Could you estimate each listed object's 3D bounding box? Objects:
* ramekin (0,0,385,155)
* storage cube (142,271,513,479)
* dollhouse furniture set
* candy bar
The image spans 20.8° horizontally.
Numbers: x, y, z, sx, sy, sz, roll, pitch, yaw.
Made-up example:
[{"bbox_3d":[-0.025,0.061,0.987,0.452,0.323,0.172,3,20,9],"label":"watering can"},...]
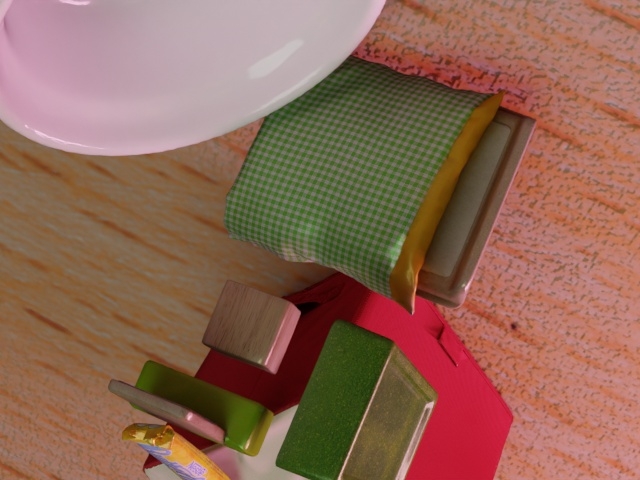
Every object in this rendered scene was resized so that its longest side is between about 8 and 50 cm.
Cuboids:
[{"bbox_3d":[-0.103,-0.188,1.128,0.277,0.135,0.277,-18,152,-10],"label":"ramekin"},{"bbox_3d":[0.013,0.159,1.362,0.183,0.193,0.215,-25,110,32],"label":"storage cube"},{"bbox_3d":[0.000,0.000,1.162,0.197,0.301,0.151,19,171,21],"label":"dollhouse furniture set"},{"bbox_3d":[-0.095,0.157,1.222,0.040,0.018,0.161,6,159,19],"label":"candy bar"}]
